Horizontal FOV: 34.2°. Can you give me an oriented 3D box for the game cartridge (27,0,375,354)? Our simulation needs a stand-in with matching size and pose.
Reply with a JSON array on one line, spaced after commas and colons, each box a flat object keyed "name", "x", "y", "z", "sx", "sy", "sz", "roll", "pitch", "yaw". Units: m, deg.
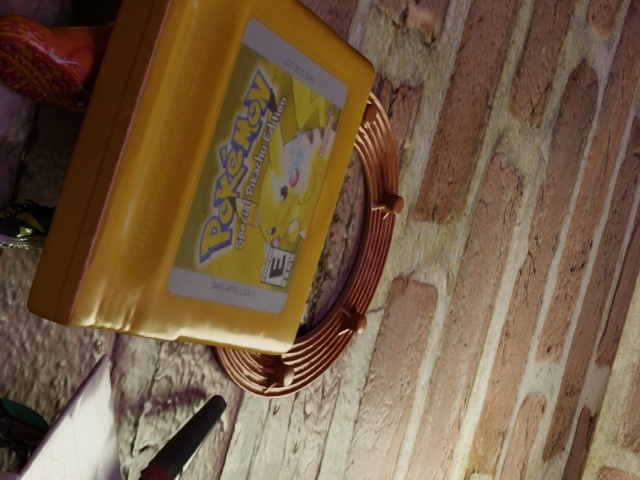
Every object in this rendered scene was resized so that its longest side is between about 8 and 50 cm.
[{"name": "game cartridge", "x": -0.069, "y": -0.058, "z": 0.807, "sx": 0.323, "sy": 0.052, "sz": 0.285, "roll": 21, "pitch": 85, "yaw": -66}]

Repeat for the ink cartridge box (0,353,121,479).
[{"name": "ink cartridge box", "x": -0.222, "y": 0.267, "z": 0.750, "sx": 0.261, "sy": 0.066, "sz": 0.296, "roll": -67, "pitch": 163, "yaw": -53}]

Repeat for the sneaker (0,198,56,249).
[{"name": "sneaker", "x": -0.211, "y": -0.012, "z": 0.712, "sx": 0.083, "sy": 0.031, "sz": 0.035, "roll": 10, "pitch": 82, "yaw": -63}]

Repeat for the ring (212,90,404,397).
[{"name": "ring", "x": 0.000, "y": 0.000, "z": 1.053, "sx": 0.336, "sy": 0.032, "sz": 0.337, "roll": -33, "pitch": 131, "yaw": -48}]

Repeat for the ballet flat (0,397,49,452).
[{"name": "ballet flat", "x": -0.234, "y": 0.121, "z": 0.725, "sx": 0.041, "sy": 0.041, "sz": 0.114, "roll": -62, "pitch": 146, "yaw": -20}]

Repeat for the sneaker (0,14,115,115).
[{"name": "sneaker", "x": -0.165, "y": -0.124, "z": 0.712, "sx": 0.175, "sy": 0.064, "sz": 0.067, "roll": 20, "pitch": 72, "yaw": -66}]

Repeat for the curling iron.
[{"name": "curling iron", "x": -0.138, "y": 0.213, "z": 0.868, "sx": 0.274, "sy": 0.035, "sz": 0.068, "roll": -62, "pitch": 156, "yaw": -58}]
